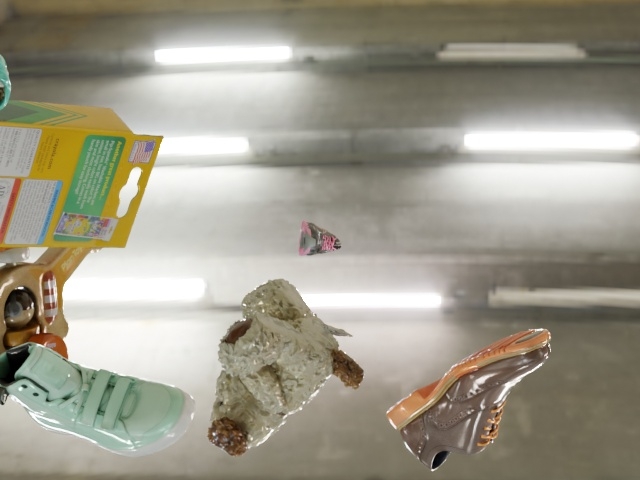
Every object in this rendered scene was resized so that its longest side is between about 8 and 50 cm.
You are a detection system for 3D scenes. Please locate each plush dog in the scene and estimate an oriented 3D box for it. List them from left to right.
[{"bbox_3d":[-0.079,0.214,1.921,0.210,0.225,0.262,38,-161,-5],"label":"plush dog"}]

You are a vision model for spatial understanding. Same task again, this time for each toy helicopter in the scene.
[{"bbox_3d":[-0.447,0.050,2.029,0.140,0.235,0.355,0,-142,29],"label":"toy helicopter"}]

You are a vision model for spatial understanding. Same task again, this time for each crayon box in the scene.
[{"bbox_3d":[-0.406,-0.093,1.835,0.323,0.203,0.083,1,-148,-40],"label":"crayon box"}]

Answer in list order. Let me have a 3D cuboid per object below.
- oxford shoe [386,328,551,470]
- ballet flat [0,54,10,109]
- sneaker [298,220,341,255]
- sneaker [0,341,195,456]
[{"bbox_3d":[0.250,0.246,1.974,0.130,0.133,0.363,-20,165,-38],"label":"oxford shoe"},{"bbox_3d":[-0.431,-0.198,1.443,0.083,0.087,0.247,-33,160,16],"label":"ballet flat"},{"bbox_3d":[0.000,0.000,1.671,0.057,0.047,0.119,9,-177,-1],"label":"sneaker"},{"bbox_3d":[-0.286,0.188,1.552,0.256,0.151,0.094,0,-121,30],"label":"sneaker"}]
